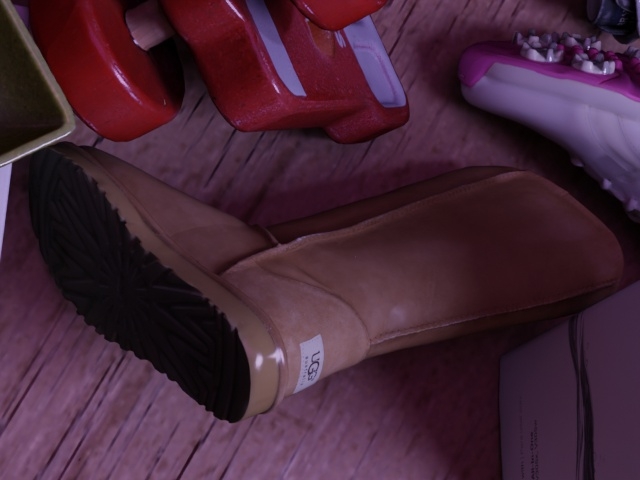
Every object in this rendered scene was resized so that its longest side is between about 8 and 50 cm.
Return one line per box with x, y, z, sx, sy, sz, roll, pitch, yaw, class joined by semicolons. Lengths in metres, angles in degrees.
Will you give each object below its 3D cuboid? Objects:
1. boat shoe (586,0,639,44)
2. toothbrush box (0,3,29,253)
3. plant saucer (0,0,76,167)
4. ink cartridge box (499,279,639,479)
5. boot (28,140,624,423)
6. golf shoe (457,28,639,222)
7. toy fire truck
0.207;-0.179;1.159;0.335;0.121;0.119;38;76;5;boat shoe
-0.313;-0.028;0.936;0.296;0.126;0.216;10;73;-17;toothbrush box
-0.245;-0.091;0.881;0.188;0.045;0.188;-28;87;-24;plant saucer
0.246;0.093;1.004;0.211;0.289;0.121;4;73;-17;ink cartridge box
0.000;0.000;1.045;0.270;0.089;0.236;-17;46;-38;boot
0.223;-0.037;1.121;0.306;0.115;0.140;18;108;4;golf shoe
-0.060;-0.192;1.018;0.169;0.254;0.302;-27;84;18;toy fire truck
